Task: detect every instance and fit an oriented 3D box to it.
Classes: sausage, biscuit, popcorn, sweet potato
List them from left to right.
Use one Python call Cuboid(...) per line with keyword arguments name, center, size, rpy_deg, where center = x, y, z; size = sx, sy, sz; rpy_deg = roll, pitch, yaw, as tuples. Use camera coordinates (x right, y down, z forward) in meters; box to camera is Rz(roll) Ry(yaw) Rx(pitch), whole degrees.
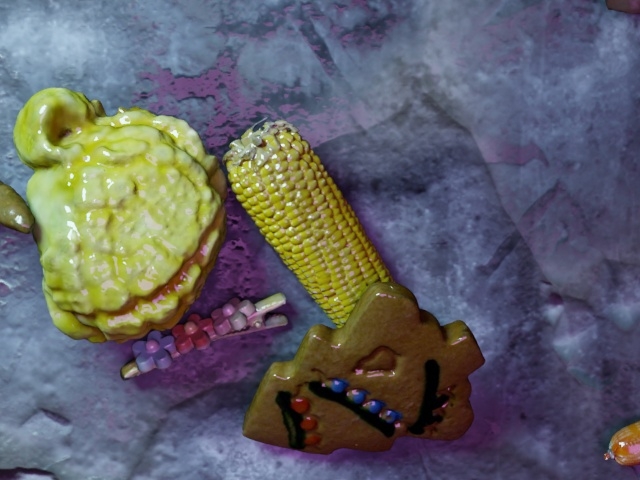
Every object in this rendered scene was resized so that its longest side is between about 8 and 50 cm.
Cuboid(name="sweet potato", center=(-0.395, -0.062, 1.226), size=(0.269, 0.075, 0.074), rpy_deg=(23, 98, 27))
Cuboid(name="popcorn", center=(-0.208, -0.033, 1.244), size=(0.225, 0.174, 0.285), rpy_deg=(-10, 92, -20))
Cuboid(name="biscuit", center=(0.047, 0.181, 1.326), size=(0.302, 0.043, 0.278), rpy_deg=(-26, 129, 13))
Cuboid(name="sausage", center=(0.520, 0.212, 1.431), size=(0.348, 0.053, 0.053), rpy_deg=(-20, 102, -3))

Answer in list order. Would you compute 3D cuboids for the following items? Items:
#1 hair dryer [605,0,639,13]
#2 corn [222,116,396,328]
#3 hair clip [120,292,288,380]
Cuboid(name="hair dryer", center=(0.237, -0.418, 1.280), size=(0.341, 0.123, 0.312), rpy_deg=(1, 110, 3))
Cuboid(name="corn", center=(0.000, 0.000, 1.308), size=(0.106, 0.106, 0.305), rpy_deg=(-35, 107, 0))
Cuboid(name="hair clip", center=(-0.139, 0.108, 1.328), size=(0.214, 0.062, 0.056), rpy_deg=(-18, 125, -8))
